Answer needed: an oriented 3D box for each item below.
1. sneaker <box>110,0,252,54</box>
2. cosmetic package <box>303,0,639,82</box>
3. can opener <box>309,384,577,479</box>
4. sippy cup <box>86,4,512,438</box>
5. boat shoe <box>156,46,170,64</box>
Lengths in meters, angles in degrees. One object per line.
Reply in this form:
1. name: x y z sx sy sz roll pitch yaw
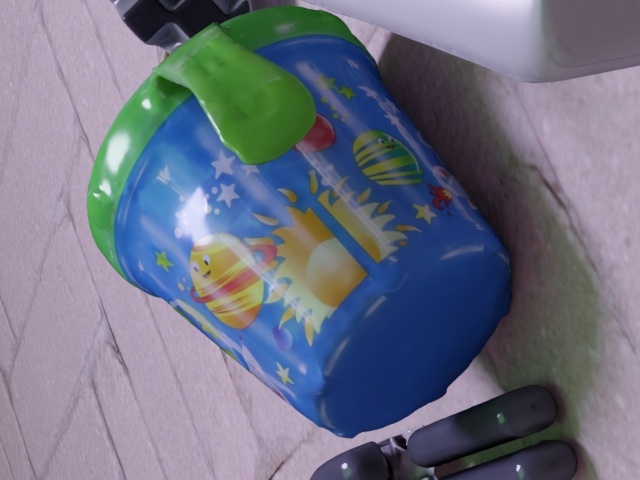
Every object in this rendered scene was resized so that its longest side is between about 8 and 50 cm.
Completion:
1. sneaker: -0.180 -0.285 1.312 0.330 0.122 0.146 52 -168 -15
2. cosmetic package: 0.099 -0.269 0.559 0.393 0.327 0.329 32 132 60
3. can opener: 0.072 0.167 1.153 0.283 0.095 0.076 -39 68 65
4. sippy cup: 0.000 0.000 1.090 0.224 0.305 0.240 46 116 32
5. boat shoe: -0.126 -0.194 1.458 0.045 0.050 0.135 63 154 15
